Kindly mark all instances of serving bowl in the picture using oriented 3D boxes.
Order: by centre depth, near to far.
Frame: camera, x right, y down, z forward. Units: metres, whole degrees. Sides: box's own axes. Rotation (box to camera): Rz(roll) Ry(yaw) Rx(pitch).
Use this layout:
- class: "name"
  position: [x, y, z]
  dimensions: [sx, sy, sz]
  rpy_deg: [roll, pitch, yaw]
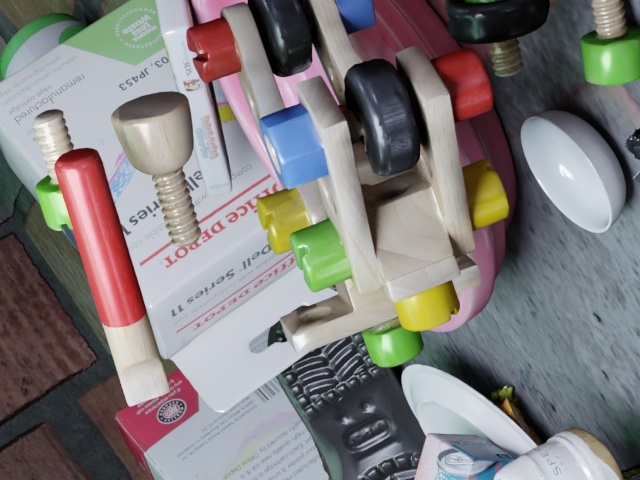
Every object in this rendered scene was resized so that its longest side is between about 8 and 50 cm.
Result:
- class: "serving bowl"
  position: [0.159, -0.046, 1.055]
  dimensions: [0.083, 0.027, 0.083]
  rpy_deg: [50, 163, 21]

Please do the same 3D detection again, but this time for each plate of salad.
- class: "plate of salad"
  position: [0.150, 0.174, 1.494]
  dimensions: [0.200, 0.048, 0.200]
  rpy_deg: [39, 160, 17]

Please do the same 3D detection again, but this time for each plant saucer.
- class: "plant saucer"
  position: [0.031, -0.092, 1.245]
  dimensions: [0.332, 0.084, 0.332]
  rpy_deg: [50, 162, 22]

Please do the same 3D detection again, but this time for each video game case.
- class: "video game case"
  position: [-0.114, -0.185, 1.424]
  dimensions: [0.206, 0.026, 0.227]
  rpy_deg: [78, 180, -55]

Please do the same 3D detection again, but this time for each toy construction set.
- class: "toy construction set"
  position: [0.000, 0.000, 0.966]
  dimensions: [0.257, 0.308, 0.237]
  rpy_deg: [16, 127, 48]

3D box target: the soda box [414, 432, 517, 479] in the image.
- class: "soda box"
  position: [0.102, 0.252, 1.410]
  dimensions: [0.063, 0.058, 0.183]
  rpy_deg: [26, 105, 51]

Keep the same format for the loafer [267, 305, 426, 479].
- class: "loafer"
  position: [0.066, 0.210, 1.721]
  dimensions: [0.130, 0.133, 0.366]
  rpy_deg: [-74, -38, -80]

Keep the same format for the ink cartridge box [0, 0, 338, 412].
- class: "ink cartridge box"
  position: [-0.124, -0.041, 1.578]
  dimensions: [0.353, 0.207, 0.119]
  rpy_deg: [48, 164, 23]

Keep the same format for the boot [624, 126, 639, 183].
- class: "boot"
  position: [0.216, -0.017, 0.919]
  dimensions: [0.121, 0.045, 0.099]
  rpy_deg: [23, 141, 64]

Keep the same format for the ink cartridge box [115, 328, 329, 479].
- class: "ink cartridge box"
  position: [-0.048, 0.254, 1.916]
  dimensions: [0.306, 0.226, 0.131]
  rpy_deg: [46, 162, 34]

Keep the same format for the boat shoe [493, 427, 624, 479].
- class: "boat shoe"
  position: [0.167, 0.272, 1.220]
  dimensions: [0.098, 0.096, 0.277]
  rpy_deg: [18, 122, 64]

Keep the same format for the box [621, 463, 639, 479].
- class: "box"
  position: [0.299, 0.279, 1.234]
  dimensions: [0.270, 0.060, 0.216]
  rpy_deg: [55, 164, 6]

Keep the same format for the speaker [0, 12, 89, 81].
- class: "speaker"
  position: [-0.228, -0.116, 1.895]
  dimensions: [0.296, 0.131, 0.131]
  rpy_deg: [48, 163, 26]
